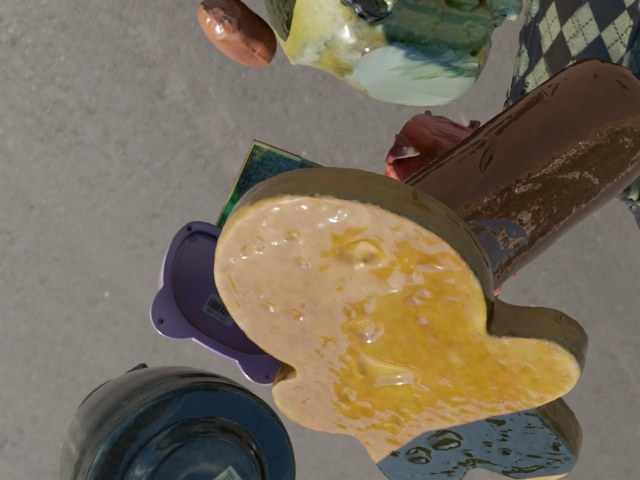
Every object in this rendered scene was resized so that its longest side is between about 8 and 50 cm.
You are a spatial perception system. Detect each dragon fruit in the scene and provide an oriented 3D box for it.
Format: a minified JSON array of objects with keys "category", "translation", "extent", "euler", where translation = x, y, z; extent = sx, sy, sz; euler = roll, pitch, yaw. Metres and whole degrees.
[{"category":"dragon fruit","translation":[0.236,-0.036,1.755],"extent":[0.249,0.371,0.386],"euler":[11,157,19]}]

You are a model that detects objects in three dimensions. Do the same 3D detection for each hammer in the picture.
[{"category":"hammer","translation":[0.069,-0.324,1.183],"extent":[0.062,0.182,0.017],"euler":[32,147,-27]}]

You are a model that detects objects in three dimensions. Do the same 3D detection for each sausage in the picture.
[{"category":"sausage","translation":[-0.110,-0.281,1.387],"extent":[0.077,0.077,0.194],"euler":[-6,175,15]},{"category":"sausage","translation":[0.169,-0.048,0.878],"extent":[0.121,0.304,0.121],"euler":[46,158,24]}]

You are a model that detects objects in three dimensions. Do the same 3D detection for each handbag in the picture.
[{"category":"handbag","translation":[0.388,-0.174,1.236],"extent":[0.180,0.317,0.416],"euler":[11,180,37]}]

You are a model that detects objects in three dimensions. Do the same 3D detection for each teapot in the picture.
[{"category":"teapot","translation":[-0.170,0.283,1.140],"extent":[0.239,0.239,0.322],"euler":[-20,108,-25]}]

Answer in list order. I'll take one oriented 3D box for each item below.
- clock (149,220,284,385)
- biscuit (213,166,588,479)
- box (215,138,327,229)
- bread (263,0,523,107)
[{"category":"clock","translation":[-0.080,0.059,0.917],"extent":[0.152,0.110,0.050],"euler":[29,163,-11]},{"category":"biscuit","translation":[0.061,0.079,0.800],"extent":[0.275,0.052,0.355],"euler":[-18,125,34]},{"category":"box","translation":[0.000,0.000,1.150],"extent":[0.240,0.159,0.071],"euler":[22,-179,26]},{"category":"bread","translation":[0.086,-0.344,1.472],"extent":[0.395,0.264,0.239],"euler":[3,167,-18]}]
